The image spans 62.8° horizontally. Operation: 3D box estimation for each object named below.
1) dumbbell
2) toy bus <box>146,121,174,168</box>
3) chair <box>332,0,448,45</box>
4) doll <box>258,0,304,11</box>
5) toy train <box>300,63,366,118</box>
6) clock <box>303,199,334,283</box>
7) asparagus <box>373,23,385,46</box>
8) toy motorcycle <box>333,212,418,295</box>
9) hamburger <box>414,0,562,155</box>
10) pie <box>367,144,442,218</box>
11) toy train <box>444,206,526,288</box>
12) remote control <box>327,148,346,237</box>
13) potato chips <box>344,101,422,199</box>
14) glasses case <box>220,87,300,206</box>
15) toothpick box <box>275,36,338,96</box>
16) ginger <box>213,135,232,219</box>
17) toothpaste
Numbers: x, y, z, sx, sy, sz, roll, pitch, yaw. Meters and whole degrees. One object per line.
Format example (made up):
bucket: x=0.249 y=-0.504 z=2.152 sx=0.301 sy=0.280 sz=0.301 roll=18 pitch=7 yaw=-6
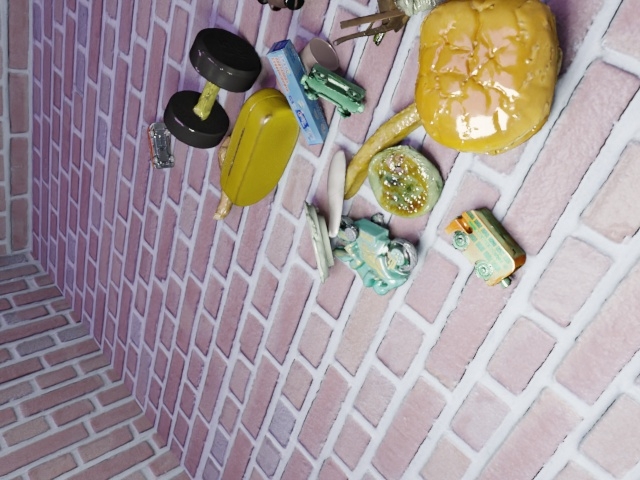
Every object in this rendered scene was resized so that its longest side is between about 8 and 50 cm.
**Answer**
dumbbell: x=-0.335 y=-0.454 z=1.597 sx=0.203 sy=0.204 sz=0.322 roll=57 pitch=133 yaw=17
toy bus: x=-0.614 y=-0.359 z=1.994 sx=0.077 sy=0.079 sz=0.174 roll=5 pitch=105 yaw=54
chair: x=0.170 y=-0.536 z=1.102 sx=0.186 sy=0.319 sz=0.160 roll=-122 pitch=15 yaw=-80
doll: x=-0.118 y=-0.683 z=1.361 sx=0.257 sy=0.117 sz=0.182 roll=48 pitch=139 yaw=36
toy train: x=0.033 y=-0.369 z=1.290 sx=0.172 sy=0.099 sz=0.070 roll=26 pitch=131 yaw=-12
clock: x=0.000 y=0.000 z=1.429 sx=0.236 sy=0.053 sz=0.236 roll=166 pitch=90 yaw=-88
asparagus: x=0.184 y=-0.543 z=1.186 sx=0.022 sy=0.023 sz=0.233 roll=25 pitch=132 yaw=-15
toy motorcycle: x=0.137 y=0.039 z=1.348 sx=0.296 sy=0.109 sz=0.198 roll=31 pitch=135 yaw=44
hamburger: x=0.304 y=-0.312 z=1.010 sx=0.319 sy=0.158 sz=0.318 roll=6 pitch=100 yaw=35
pie: x=0.194 y=-0.136 z=1.241 sx=0.187 sy=0.041 sz=0.186 roll=18 pitch=127 yaw=26
toy train: x=0.359 y=0.013 z=1.133 sx=0.188 sy=0.072 sz=0.099 roll=55 pitch=127 yaw=19
remote control: x=0.036 y=-0.123 z=1.353 sx=0.073 sy=0.044 sz=0.229 roll=178 pitch=98 yaw=-77
potato chips: x=0.157 y=-0.229 z=1.272 sx=0.407 sy=0.057 sz=0.080 roll=-40 pitch=75 yaw=43
glasses case: x=-0.177 y=-0.270 z=1.508 sx=0.141 sy=0.173 sz=0.371 roll=53 pitch=138 yaw=22
toothpick box: x=-0.036 y=-0.447 z=1.375 sx=0.149 sy=0.098 sz=0.098 roll=-28 pitch=81 yaw=44
ginger: x=-0.298 y=-0.193 z=1.697 sx=0.086 sy=0.131 sz=0.294 roll=13 pitch=119 yaw=-4
toothpaste: x=-0.053 y=-0.371 z=1.337 sx=0.053 sy=0.066 sz=0.272 roll=-2 pitch=135 yaw=28
